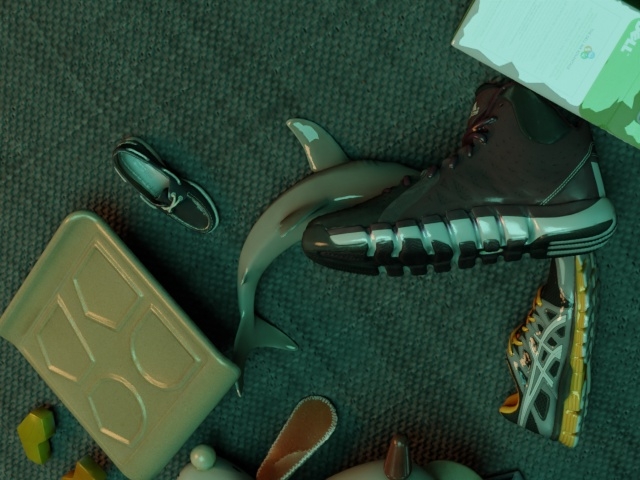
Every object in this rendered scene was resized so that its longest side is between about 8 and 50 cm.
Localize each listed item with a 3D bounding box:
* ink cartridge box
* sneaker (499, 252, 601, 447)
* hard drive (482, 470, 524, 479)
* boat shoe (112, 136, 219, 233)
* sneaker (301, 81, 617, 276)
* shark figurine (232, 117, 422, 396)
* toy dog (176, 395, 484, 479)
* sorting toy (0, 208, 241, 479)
[{"bbox_3d":[0.233,-0.175,1.353,0.209,0.062,0.109,29,113,0],"label":"ink cartridge box"},{"bbox_3d":[0.217,0.094,1.447,0.083,0.084,0.215,10,110,18],"label":"sneaker"},{"bbox_3d":[0.170,0.372,1.569,0.172,0.054,0.255,-16,105,17],"label":"hard drive"},{"bbox_3d":[-0.152,-0.050,1.493,0.046,0.038,0.125,-41,97,22],"label":"boat shoe"},{"bbox_3d":[0.119,-0.060,1.383,0.281,0.106,0.162,-4,74,-1],"label":"sneaker"},{"bbox_3d":[-0.028,0.004,1.449,0.166,0.116,0.278,43,110,-4],"label":"shark figurine"},{"bbox_3d":[-0.005,0.239,1.474,0.333,0.220,0.161,-4,117,14],"label":"toy dog"},{"bbox_3d":[-0.226,0.135,1.555,0.229,0.041,0.307,45,128,7],"label":"sorting toy"}]
